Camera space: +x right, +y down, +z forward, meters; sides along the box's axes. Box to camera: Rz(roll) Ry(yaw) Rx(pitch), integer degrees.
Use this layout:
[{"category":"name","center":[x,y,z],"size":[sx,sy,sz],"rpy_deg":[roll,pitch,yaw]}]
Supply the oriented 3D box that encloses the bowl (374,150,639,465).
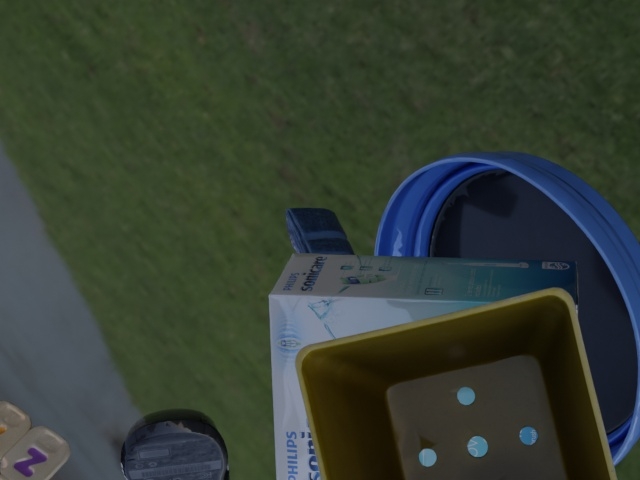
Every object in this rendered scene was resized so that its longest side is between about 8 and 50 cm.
[{"category":"bowl","center":[0.220,0.083,1.555],"size":[0.391,0.077,0.391],"rpy_deg":[28,129,41]}]

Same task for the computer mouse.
[{"category":"computer mouse","center":[-0.169,0.230,1.313],"size":[0.262,0.184,0.060],"rpy_deg":[81,180,-51]}]

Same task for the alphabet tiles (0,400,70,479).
[{"category":"alphabet tiles","center":[-0.404,0.273,1.427],"size":[0.284,0.278,0.021],"rpy_deg":[28,149,25]}]

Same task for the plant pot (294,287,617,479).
[{"category":"plant pot","center":[0.119,0.169,1.102],"size":[0.187,0.212,0.212],"rpy_deg":[31,-134,-78]}]

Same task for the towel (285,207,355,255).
[{"category":"towel","center":[0.000,0.000,1.620],"size":[0.119,0.067,0.029],"rpy_deg":[-113,25,-56]}]

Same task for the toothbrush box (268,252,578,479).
[{"category":"toothbrush box","center":[0.105,0.135,1.383],"size":[0.126,0.295,0.216],"rpy_deg":[-60,-28,-69]}]
